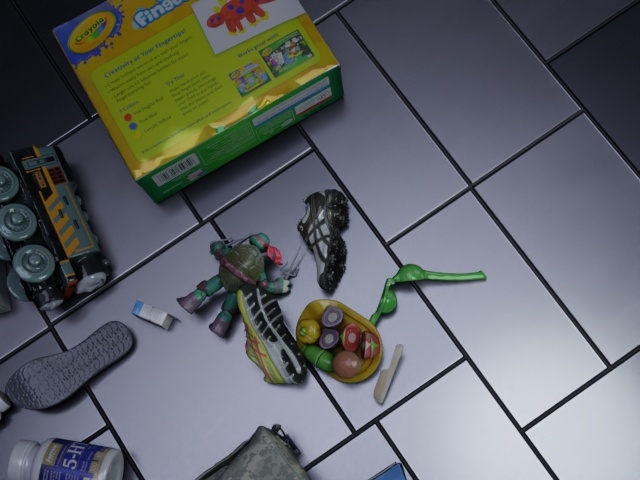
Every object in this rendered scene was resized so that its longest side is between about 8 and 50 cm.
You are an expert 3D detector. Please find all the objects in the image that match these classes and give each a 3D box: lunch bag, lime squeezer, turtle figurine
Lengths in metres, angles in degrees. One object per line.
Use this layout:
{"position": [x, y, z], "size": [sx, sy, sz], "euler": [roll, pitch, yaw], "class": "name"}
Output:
{"position": [-0.128, 0.493, 1.733], "size": [0.305, 0.212, 0.256], "euler": [-36, 71, -8], "class": "lunch bag"}
{"position": [0.154, 0.114, 1.904], "size": [0.310, 0.059, 0.110], "euler": [-36, 106, -5], "class": "lime squeezer"}
{"position": [-0.154, 0.059, 1.914], "size": [0.175, 0.118, 0.234], "euler": [39, 87, 14], "class": "turtle figurine"}

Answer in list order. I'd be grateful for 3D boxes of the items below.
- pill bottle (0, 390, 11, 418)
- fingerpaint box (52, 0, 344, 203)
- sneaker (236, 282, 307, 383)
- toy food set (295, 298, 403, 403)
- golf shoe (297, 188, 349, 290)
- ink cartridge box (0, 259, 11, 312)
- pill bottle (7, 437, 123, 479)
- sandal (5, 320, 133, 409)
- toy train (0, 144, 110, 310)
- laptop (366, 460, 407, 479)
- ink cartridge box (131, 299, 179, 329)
{"position": [-0.643, 0.331, 1.908], "size": [0.116, 0.065, 0.065], "euler": [-40, 74, -5], "class": "pill bottle"}
{"position": [-0.236, -0.349, 2.007], "size": [0.444, 0.163, 0.371], "euler": [-31, 75, -4], "class": "fingerpaint box"}
{"position": [-0.111, 0.179, 1.860], "size": [0.094, 0.081, 0.209], "euler": [-19, 99, 36], "class": "sneaker"}
{"position": [0.039, 0.193, 1.851], "size": [0.217, 0.071, 0.128], "euler": [30, 97, 20], "class": "toy food set"}
{"position": [0.000, 0.000, 1.940], "size": [0.093, 0.077, 0.198], "euler": [-2, 71, 23], "class": "golf shoe"}
{"position": [-0.706, 0.089, 1.978], "size": [0.175, 0.072, 0.128], "euler": [-12, 74, 2], "class": "ink cartridge box"}
{"position": [-0.462, 0.418, 1.841], "size": [0.186, 0.112, 0.112], "euler": [8, 75, 8], "class": "pill bottle"}
{"position": [-0.469, 0.245, 1.928], "size": [0.254, 0.054, 0.097], "euler": [-27, 80, -12], "class": "sandal"}
{"position": [-0.537, -0.031, 1.950], "size": [0.190, 0.142, 0.334], "euler": [-20, 74, -30], "class": "toy train"}
{"position": [0.078, 0.645, 1.595], "size": [0.382, 0.236, 0.408], "euler": [-30, 67, -17], "class": "laptop"}
{"position": [-0.313, 0.146, 1.934], "size": [0.083, 0.048, 0.028], "euler": [21, 78, 12], "class": "ink cartridge box"}
